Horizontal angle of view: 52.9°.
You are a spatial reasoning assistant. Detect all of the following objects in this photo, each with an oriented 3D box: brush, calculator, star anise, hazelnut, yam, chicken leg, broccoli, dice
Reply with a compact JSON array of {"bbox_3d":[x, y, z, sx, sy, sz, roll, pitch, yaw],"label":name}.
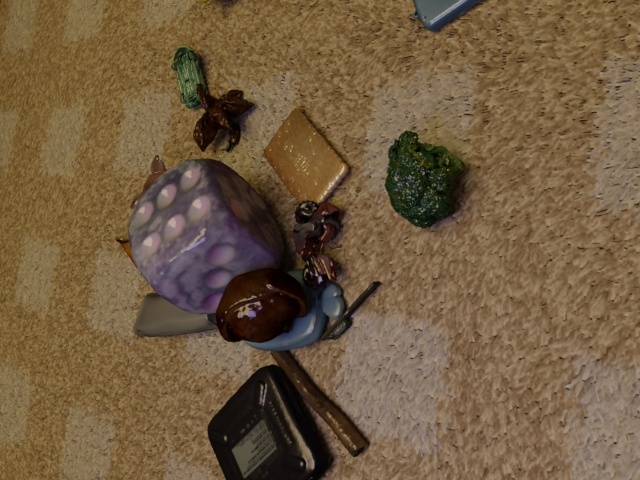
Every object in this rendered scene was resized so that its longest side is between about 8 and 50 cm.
[{"bbox_3d":[0.070,0.162,1.419,0.190,0.034,0.027,-50,66,21],"label":"brush"},{"bbox_3d":[0.283,-0.535,1.365,0.210,0.039,0.121,-28,64,32],"label":"calculator"},{"bbox_3d":[-0.284,-0.334,1.729,0.212,0.111,0.196,20,88,43],"label":"star anise"},{"bbox_3d":[-0.129,0.143,1.413,0.202,0.170,0.160,-15,77,29],"label":"hazelnut"},{"bbox_3d":[-0.012,0.350,1.445,0.045,0.045,0.327,-38,54,-12],"label":"yam"},{"bbox_3d":[-0.078,0.163,1.514,0.303,0.042,0.188,-17,63,32],"label":"calculator"},{"bbox_3d":[-0.237,-0.280,1.746,0.036,0.021,0.083,7,84,32],"label":"chicken leg"},{"bbox_3d":[0.201,-0.120,1.292,0.156,0.195,0.195,-43,51,-16],"label":"broccoli"},{"bbox_3d":[-0.268,-0.009,1.529,0.270,0.271,0.270,-35,51,14],"label":"dice"}]

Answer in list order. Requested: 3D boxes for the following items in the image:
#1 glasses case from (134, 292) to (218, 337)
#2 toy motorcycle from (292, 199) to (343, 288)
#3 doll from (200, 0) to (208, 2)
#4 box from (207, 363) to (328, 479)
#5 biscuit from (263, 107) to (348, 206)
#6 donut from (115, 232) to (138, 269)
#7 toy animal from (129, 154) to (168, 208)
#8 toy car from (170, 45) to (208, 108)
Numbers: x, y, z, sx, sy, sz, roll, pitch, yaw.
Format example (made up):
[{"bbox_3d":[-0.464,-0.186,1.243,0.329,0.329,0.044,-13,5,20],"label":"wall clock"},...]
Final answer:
[{"bbox_3d":[-0.379,0.192,1.741,0.308,0.083,0.128,-12,69,37],"label":"glasses case"},{"bbox_3d":[0.000,0.000,1.461,0.118,0.084,0.212,-17,70,27],"label":"toy motorcycle"},{"bbox_3d":[-0.315,-0.763,1.815,0.363,0.145,0.199,22,82,42],"label":"doll"},{"bbox_3d":[-0.134,0.476,1.496,0.290,0.073,0.289,-49,57,27],"label":"box"},{"bbox_3d":[-0.039,-0.194,1.568,0.160,0.030,0.249,-52,56,21],"label":"biscuit"},{"bbox_3d":[-0.452,0.047,1.787,0.259,0.101,0.152,7,128,44],"label":"donut"},{"bbox_3d":[-0.385,-0.104,1.764,0.248,0.149,0.165,28,85,27],"label":"toy animal"},{"bbox_3d":[-0.373,-0.474,1.865,0.093,0.058,0.186,-20,82,34],"label":"toy car"}]
